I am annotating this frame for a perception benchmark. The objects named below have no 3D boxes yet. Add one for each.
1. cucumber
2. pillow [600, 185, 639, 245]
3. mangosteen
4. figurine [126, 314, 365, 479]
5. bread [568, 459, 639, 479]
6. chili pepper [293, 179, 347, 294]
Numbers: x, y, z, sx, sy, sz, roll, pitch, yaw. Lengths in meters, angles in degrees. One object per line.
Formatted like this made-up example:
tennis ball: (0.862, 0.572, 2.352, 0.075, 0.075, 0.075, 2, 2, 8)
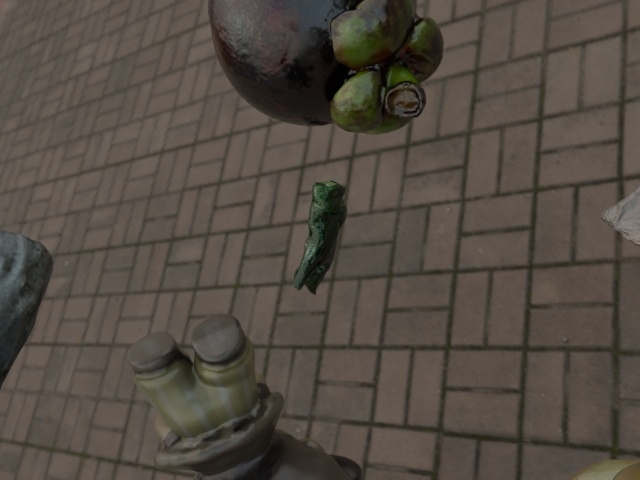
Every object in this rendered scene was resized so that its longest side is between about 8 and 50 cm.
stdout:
cucumber: (-0.181, 0.049, 0.364, 0.064, 0.064, 0.111, -6, 59, 39)
pillow: (0.713, -0.085, 1.476, 0.248, 0.049, 0.135, -33, 43, 3)
mangosteen: (0.005, -0.278, 0.921, 0.311, 0.311, 0.311, -19, 58, 33)
figurine: (-0.069, 0.260, 0.769, 0.248, 0.380, 0.203, -26, 17, -12)
bread: (0.307, 0.316, 0.568, 0.329, 0.424, 0.245, -14, 87, -5)
chili pepper: (0.002, 0.001, 1.329, 0.061, 0.098, 0.224, 19, 106, 30)
